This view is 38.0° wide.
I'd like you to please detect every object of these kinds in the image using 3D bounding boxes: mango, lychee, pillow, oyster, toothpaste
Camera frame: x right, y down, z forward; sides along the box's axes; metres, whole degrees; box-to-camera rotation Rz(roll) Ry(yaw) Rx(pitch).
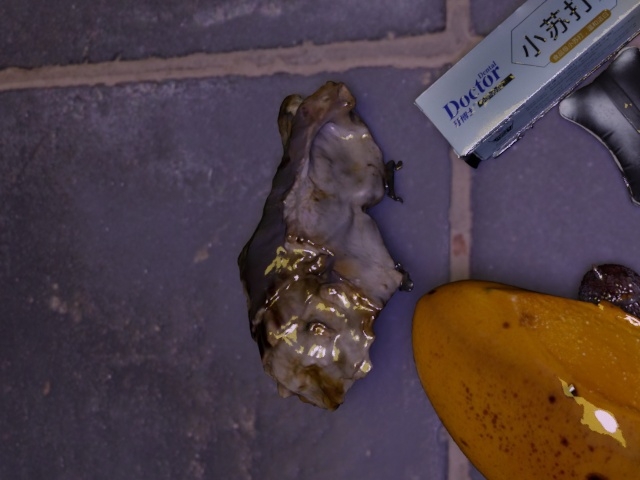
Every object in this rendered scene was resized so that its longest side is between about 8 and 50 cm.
[{"bbox_3d":[0.203,0.146,0.838,0.290,0.160,0.191,36,135,15],"label":"mango"},{"bbox_3d":[0.278,0.054,0.872,0.083,0.067,0.068,59,150,-5],"label":"lychee"},{"bbox_3d":[0.301,-0.108,0.882,0.136,0.055,0.091,54,135,17],"label":"pillow"},{"bbox_3d":[0.004,-0.001,0.932,0.197,0.133,0.337,-7,68,45],"label":"oyster"},{"bbox_3d":[0.239,-0.202,0.902,0.313,0.071,0.089,-41,71,13],"label":"toothpaste"}]
